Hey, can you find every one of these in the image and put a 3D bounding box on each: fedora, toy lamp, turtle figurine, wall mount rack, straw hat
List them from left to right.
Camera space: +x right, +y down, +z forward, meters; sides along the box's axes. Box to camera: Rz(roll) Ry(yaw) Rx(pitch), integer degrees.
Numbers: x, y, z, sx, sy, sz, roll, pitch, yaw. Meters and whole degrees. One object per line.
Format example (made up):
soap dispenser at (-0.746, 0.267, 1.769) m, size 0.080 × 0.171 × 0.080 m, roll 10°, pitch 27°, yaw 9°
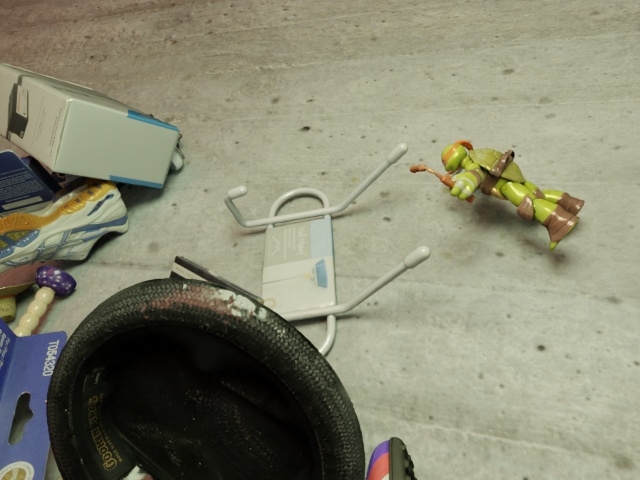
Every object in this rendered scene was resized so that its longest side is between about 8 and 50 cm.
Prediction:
straw hat at (-0.575, 0.118, 0.901) m, size 0.144 × 0.144 × 0.061 m, roll -12°, pitch 91°, yaw 10°
toy lamp at (-0.498, 0.171, 0.824) m, size 0.080 × 0.080 × 0.275 m, roll -1°, pitch 49°, yaw 19°
fedora at (-0.110, 0.188, 0.553) m, size 0.334 × 0.334 × 0.152 m, roll -14°, pitch 6°, yaw 8°
wall mount rack at (0.000, 0.000, 0.756) m, size 0.304 × 0.130 × 0.350 m, roll -11°, pitch 49°, yaw 10°
turtle figurine at (0.257, -0.085, 0.722) m, size 0.217 × 0.269 × 0.087 m, roll 34°, pitch 111°, yaw 16°

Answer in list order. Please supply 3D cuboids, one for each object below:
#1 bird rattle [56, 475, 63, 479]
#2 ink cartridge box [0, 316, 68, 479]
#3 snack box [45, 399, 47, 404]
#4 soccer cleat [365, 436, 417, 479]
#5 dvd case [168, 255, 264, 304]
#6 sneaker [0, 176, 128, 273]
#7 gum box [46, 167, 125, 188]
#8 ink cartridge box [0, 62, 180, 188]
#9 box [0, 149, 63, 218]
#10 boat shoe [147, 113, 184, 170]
bird rattle at (-0.281, 0.319, 0.596) m, size 0.207 × 0.143 × 0.253 m, roll -26°, pitch 42°, yaw 20°
ink cartridge box at (-0.514, 0.224, 0.628) m, size 0.330 × 0.071 × 0.324 m, roll -8°, pitch 36°, yaw -15°
snack box at (-0.296, 0.185, 0.729) m, size 0.064 × 0.022 × 0.178 m, roll 7°, pitch 29°, yaw 25°
soccer cleat at (0.039, 0.345, 0.472) m, size 0.116 × 0.108 × 0.318 m, roll -7°, pitch 52°, yaw 19°
dvd case at (-0.170, 0.150, 0.683) m, size 0.164 × 0.018 × 0.221 m, roll 22°, pitch 98°, yaw 33°
sneaker at (-0.486, 0.006, 0.917) m, size 0.296 × 0.131 × 0.112 m, roll -31°, pitch 48°, yaw -17°
gum box at (-0.526, -0.155, 1.130) m, size 0.157 × 0.041 × 0.184 m, roll -26°, pitch 47°, yaw -4°
ink cartridge box at (-0.462, -0.220, 0.975) m, size 0.307 × 0.223 × 0.129 m, roll 28°, pitch 104°, yaw 33°
box at (-0.552, -0.081, 0.952) m, size 0.136 × 0.225 × 0.036 m, roll -12°, pitch 50°, yaw 9°
boat shoe at (-0.343, -0.224, 1.107) m, size 0.076 × 0.080 × 0.228 m, roll -41°, pitch 43°, yaw -14°
